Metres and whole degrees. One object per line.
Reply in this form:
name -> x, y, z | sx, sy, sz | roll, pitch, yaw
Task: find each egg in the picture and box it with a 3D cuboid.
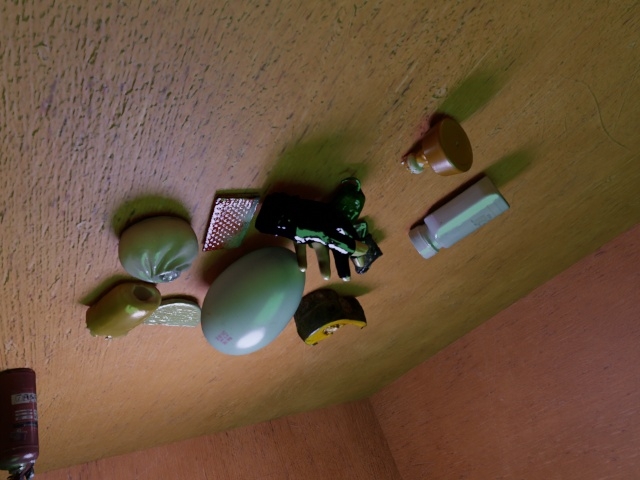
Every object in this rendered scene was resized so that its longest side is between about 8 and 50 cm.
egg -> -0.181, 0.161, 1.219 | 0.230, 0.230, 0.371 | 11, 130, -45

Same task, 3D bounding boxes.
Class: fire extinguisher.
fire extinguisher -> -0.823, 0.519, 1.237 | 0.106, 0.337, 0.147 | 11, 135, -47

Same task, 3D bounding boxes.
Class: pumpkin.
pumpkin -> 0.027, 0.289, 1.667 | 0.190, 0.139, 0.280 | -40, 144, 20

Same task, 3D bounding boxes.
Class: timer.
timer -> 0.262, -0.200, 1.079 | 0.132, 0.132, 0.152 | 5, 162, -41

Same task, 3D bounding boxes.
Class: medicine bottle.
medicine bottle -> 0.422, -0.065, 1.399 | 0.296, 0.111, 0.161 | -38, 146, 21

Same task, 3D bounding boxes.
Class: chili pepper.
chili pepper -> 0.037, -0.061, 1.164 | 0.100, 0.074, 0.257 | 37, 123, -7

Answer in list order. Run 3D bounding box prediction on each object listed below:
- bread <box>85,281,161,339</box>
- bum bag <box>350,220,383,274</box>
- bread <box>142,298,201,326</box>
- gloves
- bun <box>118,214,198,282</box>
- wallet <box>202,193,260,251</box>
bread -> -0.503, 0.182, 1.167 | 0.173, 0.085, 0.134 | -35, 149, 21
bum bag -> 0.122, 0.023, 1.369 | 0.102, 0.069, 0.248 | -46, 147, -8
bread -> -0.422, 0.202, 1.313 | 0.193, 0.036, 0.112 | 12, 130, -41
gloves -> 0.000, -0.008, 1.078 | 0.197, 0.152, 0.301 | 2, 143, 53
bun -> -0.351, 0.032, 0.999 | 0.172, 0.120, 0.173 | -20, 152, -11
wallet -> -0.216, -0.040, 1.074 | 0.103, 0.020, 0.196 | -5, 146, -30
